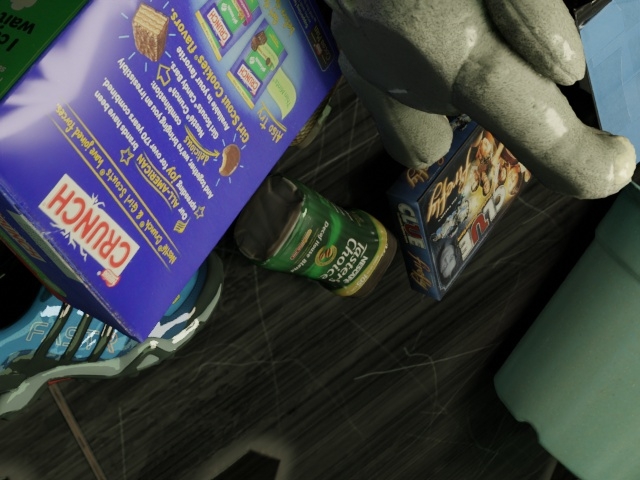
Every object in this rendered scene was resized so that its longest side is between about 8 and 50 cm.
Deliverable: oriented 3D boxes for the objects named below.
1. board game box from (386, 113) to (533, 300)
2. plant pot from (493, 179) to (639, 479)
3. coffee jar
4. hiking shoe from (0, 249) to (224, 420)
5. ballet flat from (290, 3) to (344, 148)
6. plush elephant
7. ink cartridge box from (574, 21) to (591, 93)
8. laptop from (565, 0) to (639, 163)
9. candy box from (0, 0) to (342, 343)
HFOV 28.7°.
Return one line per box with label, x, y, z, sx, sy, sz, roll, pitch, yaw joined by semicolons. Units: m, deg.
board game box;0.170;-0.074;1.405;0.243;0.042;0.165;-51;144;-26
plant pot;0.433;0.149;1.680;0.334;0.341;0.341;-52;142;12
coffee jar;0.000;0.000;1.318;0.184;0.079;0.096;22;103;-50
hiking shoe;-0.217;0.058;1.125;0.304;0.113;0.132;-26;135;-29
ballet flat;0.013;-0.203;1.187;0.058;0.084;0.250;23;107;-25
plush elephant;0.127;-0.230;1.018;0.330;0.272;0.255;44;73;-28
ink cartridge box;0.387;-0.262;1.504;0.181;0.061;0.104;-40;139;-14
laptop;0.491;-0.286;1.370;0.382;0.408;0.236;-39;98;-15
candy box;-0.146;-0.124;0.998;0.317;0.122;0.268;-55;143;-21
